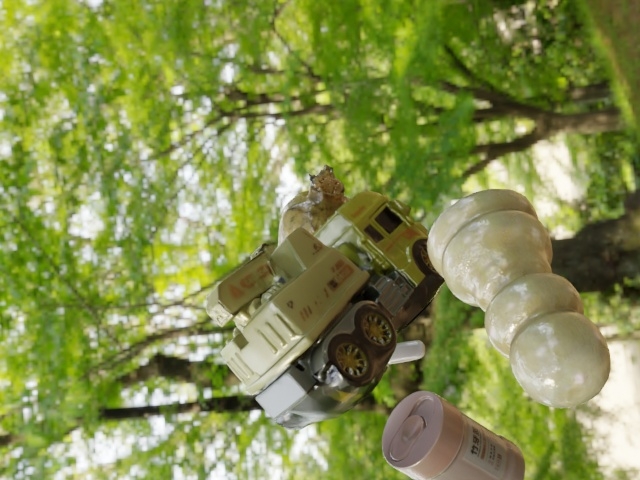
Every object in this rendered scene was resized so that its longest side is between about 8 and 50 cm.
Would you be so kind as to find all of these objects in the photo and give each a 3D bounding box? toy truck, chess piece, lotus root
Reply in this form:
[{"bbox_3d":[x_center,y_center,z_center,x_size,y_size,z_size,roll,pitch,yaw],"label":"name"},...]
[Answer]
[{"bbox_3d":[0.016,0.084,1.411,0.254,0.180,0.405,48,-138,-1],"label":"toy truck"},{"bbox_3d":[0.229,0.069,1.048,0.261,0.142,0.143,-116,12,-46],"label":"chess piece"},{"bbox_3d":[0.000,0.000,1.723,0.140,0.154,0.257,-94,8,-52],"label":"lotus root"}]

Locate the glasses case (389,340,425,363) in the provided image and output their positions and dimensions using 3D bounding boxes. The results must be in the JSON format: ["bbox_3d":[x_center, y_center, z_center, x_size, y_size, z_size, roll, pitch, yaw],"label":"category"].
[{"bbox_3d":[0.140,0.192,1.640,0.021,0.083,0.032,49,-147,-49],"label":"glasses case"}]

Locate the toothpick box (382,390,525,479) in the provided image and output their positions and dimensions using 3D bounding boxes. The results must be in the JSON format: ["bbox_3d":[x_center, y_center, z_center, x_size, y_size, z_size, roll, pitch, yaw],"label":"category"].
[{"bbox_3d":[0.158,0.252,1.130,0.149,0.098,0.098,35,-146,-28],"label":"toothpick box"}]
